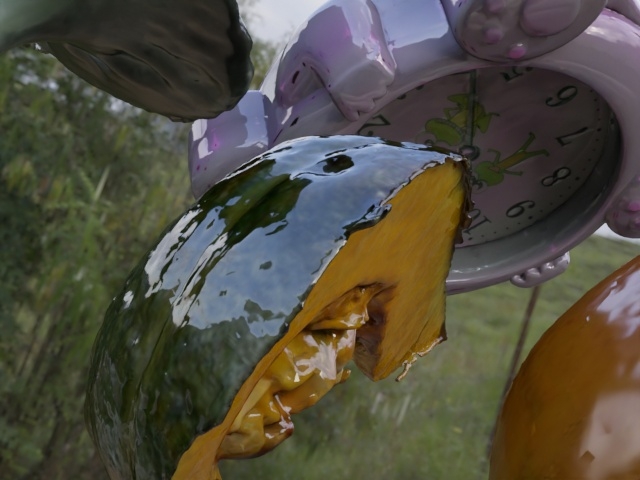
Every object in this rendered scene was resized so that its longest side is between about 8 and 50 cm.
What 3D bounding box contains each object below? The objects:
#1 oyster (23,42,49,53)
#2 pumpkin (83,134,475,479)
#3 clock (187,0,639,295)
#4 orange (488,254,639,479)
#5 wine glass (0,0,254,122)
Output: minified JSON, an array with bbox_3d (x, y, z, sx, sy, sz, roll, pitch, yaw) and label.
[{"bbox_3d":[-0.181,-0.247,0.717,0.115,0.238,0.351,19,-3,-21],"label":"oyster"},{"bbox_3d":[-0.001,-0.003,0.485,0.111,0.163,0.278,41,30,16],"label":"pumpkin"},{"bbox_3d":[0.093,-0.069,0.789,0.322,0.113,0.295,-29,-45,22],"label":"clock"},{"bbox_3d":[0.173,0.116,0.365,0.261,0.261,0.261,21,-4,2],"label":"orange"},{"bbox_3d":[-0.222,0.008,0.407,0.267,0.406,0.267,33,-22,15],"label":"wine glass"}]
